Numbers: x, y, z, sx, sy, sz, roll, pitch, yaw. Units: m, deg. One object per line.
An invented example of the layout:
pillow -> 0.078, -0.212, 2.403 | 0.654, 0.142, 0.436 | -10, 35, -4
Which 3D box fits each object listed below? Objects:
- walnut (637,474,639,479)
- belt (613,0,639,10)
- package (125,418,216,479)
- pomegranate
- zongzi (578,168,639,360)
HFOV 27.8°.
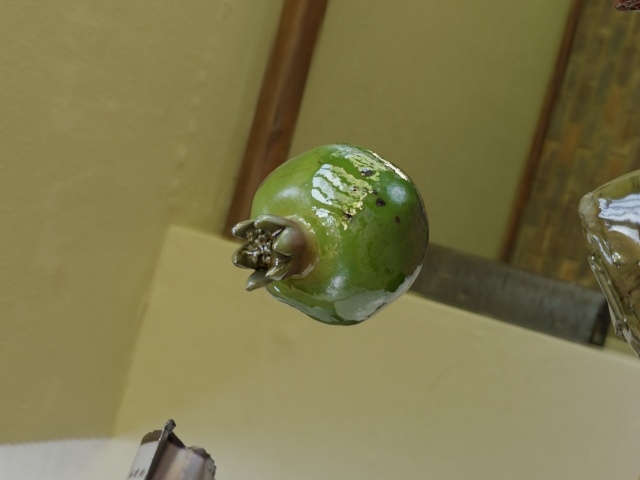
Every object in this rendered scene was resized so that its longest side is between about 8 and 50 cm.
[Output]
walnut -> 0.506, 0.376, 1.373 | 0.383, 0.384, 0.383 | -47, -34, -48
belt -> 0.310, -0.239, 1.003 | 0.128, 0.201, 0.124 | -10, -89, -35
package -> -0.120, 0.253, 0.885 | 0.251, 0.062, 0.203 | 76, -149, -58
pomegranate -> 0.001, -0.002, 1.261 | 0.225, 0.187, 0.187 | -17, -60, -53
zongzi -> 0.209, 0.037, 0.479 | 0.081, 0.189, 0.178 | -9, -98, -65
